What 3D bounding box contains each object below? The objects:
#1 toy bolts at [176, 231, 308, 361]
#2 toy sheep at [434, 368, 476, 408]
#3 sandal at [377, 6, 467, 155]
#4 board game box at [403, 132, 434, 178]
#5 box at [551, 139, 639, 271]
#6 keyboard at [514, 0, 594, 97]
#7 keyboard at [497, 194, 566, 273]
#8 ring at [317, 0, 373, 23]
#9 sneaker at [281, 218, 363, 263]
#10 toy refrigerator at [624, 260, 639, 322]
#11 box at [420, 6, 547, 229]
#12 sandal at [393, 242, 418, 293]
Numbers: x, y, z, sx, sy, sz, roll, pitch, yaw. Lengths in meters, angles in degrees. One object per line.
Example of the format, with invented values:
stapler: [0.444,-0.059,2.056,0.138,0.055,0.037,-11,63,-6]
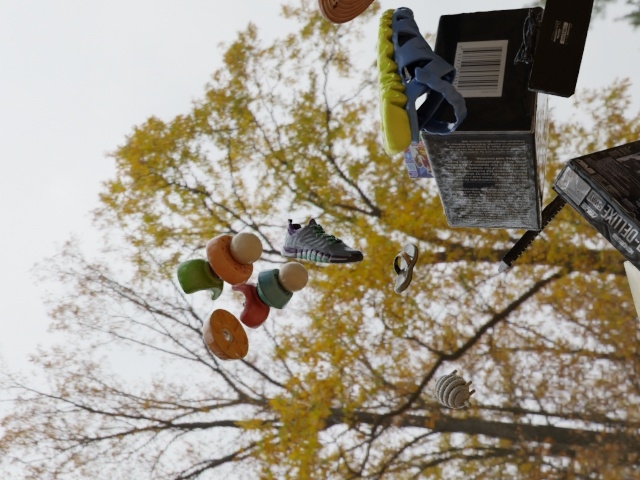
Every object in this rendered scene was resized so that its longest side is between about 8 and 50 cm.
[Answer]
toy bolts: [-0.118,0.100,1.244,0.228,0.158,0.218,19,-137,-57]
toy sheep: [0.338,0.380,1.683,0.091,0.132,0.091,-7,-73,-25]
sandal: [0.164,-0.275,1.126,0.126,0.138,0.317,79,-172,-57]
board game box: [0.297,-0.231,1.752,0.035,0.201,0.136,-28,-69,-31]
box: [0.615,-0.049,1.205,0.242,0.076,0.307,-16,-126,-30]
keyboard: [0.358,-0.317,1.030,0.038,0.100,0.192,98,-174,-85]
keyboard: [0.575,-0.051,1.714,0.317,0.033,0.201,-47,-18,-8]
ring: [0.091,-0.563,1.230,0.336,0.032,0.336,-50,-16,-20]
sneaker: [0.000,0.000,1.534,0.083,0.223,0.098,0,-85,-55]
toy refrigerator: [0.752,0.164,1.432,0.102,0.094,0.269,-16,-89,-3]
box: [0.364,-0.237,1.410,0.395,0.212,0.293,55,-137,-58]
sandal: [0.219,0.065,1.773,0.049,0.072,0.180,32,-135,-10]
